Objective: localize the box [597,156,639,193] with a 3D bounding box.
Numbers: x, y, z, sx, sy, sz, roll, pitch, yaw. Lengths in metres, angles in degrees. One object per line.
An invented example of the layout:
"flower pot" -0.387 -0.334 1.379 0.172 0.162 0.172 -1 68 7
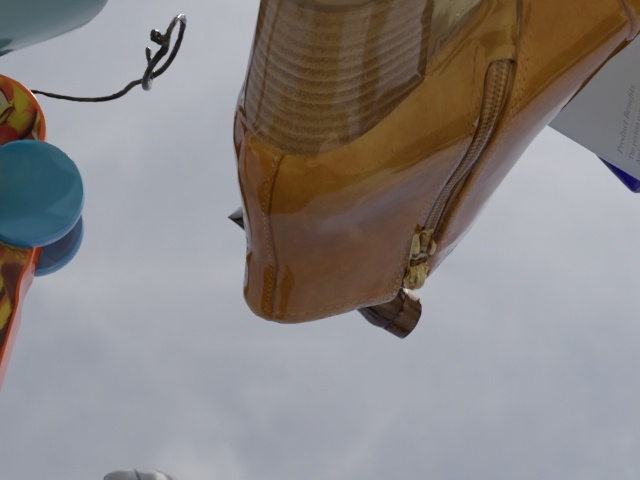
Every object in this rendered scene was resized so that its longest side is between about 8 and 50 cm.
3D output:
"box" 0.296 -0.106 1.052 0.126 0.137 0.072 -2 -132 -52

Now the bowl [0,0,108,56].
"bowl" -0.267 -0.191 0.674 0.311 0.311 0.163 42 -120 0

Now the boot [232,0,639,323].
"boot" 0.085 -0.088 0.586 0.295 0.211 0.104 -28 -119 -22

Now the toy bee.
"toy bee" -0.229 -0.041 0.894 0.162 0.195 0.298 24 -130 -2

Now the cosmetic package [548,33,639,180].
"cosmetic package" 0.196 -0.111 0.798 0.086 0.117 0.231 -11 -147 -28

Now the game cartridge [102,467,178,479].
"game cartridge" -0.053 0.258 0.488 0.060 0.196 0.294 -2 -65 -16

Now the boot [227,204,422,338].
"boot" 0.000 0.000 0.743 0.114 0.106 0.037 31 -78 -17
